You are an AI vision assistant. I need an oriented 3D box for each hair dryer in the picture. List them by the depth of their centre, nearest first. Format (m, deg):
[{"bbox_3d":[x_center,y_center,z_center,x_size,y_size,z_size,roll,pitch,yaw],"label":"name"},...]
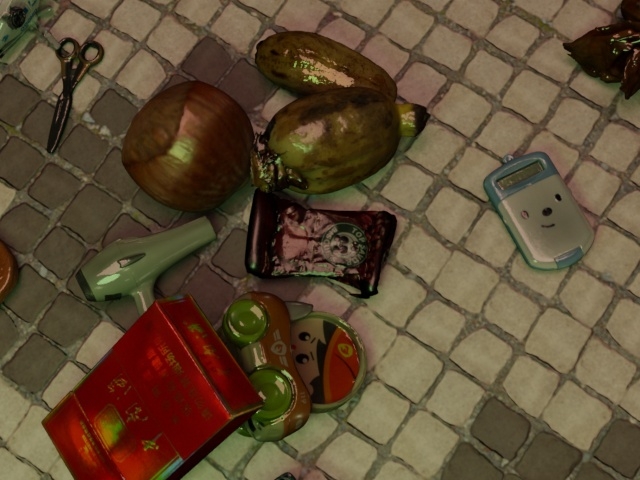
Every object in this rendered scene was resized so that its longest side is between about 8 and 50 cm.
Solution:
[{"bbox_3d":[-0.226,0.079,1.483,0.267,0.092,0.229,45,75,1],"label":"hair dryer"}]

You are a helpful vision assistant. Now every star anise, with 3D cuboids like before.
[{"bbox_3d":[0.526,-0.269,1.493,0.237,0.148,0.347,-13,74,23],"label":"star anise"}]

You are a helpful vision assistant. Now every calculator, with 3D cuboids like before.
[{"bbox_3d":[0.348,-0.050,1.486,0.121,0.039,0.210,-24,72,-5],"label":"calculator"}]

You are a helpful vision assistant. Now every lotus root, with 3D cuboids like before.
[{"bbox_3d":[0.024,-0.162,1.476,0.314,0.169,0.141,-17,59,-10],"label":"lotus root"},{"bbox_3d":[0.009,-0.286,1.554,0.258,0.097,0.110,19,73,6],"label":"lotus root"}]

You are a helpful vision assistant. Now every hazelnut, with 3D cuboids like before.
[{"bbox_3d":[-0.205,-0.149,1.491,0.214,0.176,0.215,-1,110,-3],"label":"hazelnut"}]

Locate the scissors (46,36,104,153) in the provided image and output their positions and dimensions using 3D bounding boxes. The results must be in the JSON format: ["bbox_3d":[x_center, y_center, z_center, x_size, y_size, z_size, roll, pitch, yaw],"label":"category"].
[{"bbox_3d":[-0.442,-0.253,1.615,0.088,0.017,0.220,10,75,6],"label":"scissors"}]

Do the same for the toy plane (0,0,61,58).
[{"bbox_3d":[-0.565,-0.361,1.612,0.273,0.107,0.182,-45,70,-5],"label":"toy plane"}]

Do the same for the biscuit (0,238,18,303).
[{"bbox_3d":[-0.599,0.062,1.520,0.186,0.036,0.192,36,79,16],"label":"biscuit"}]

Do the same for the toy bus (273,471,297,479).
[{"bbox_3d":[-0.016,0.462,1.291,0.133,0.165,0.271,-38,74,-7],"label":"toy bus"}]

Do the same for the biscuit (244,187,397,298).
[{"bbox_3d":[-0.002,0.006,1.480,0.235,0.063,0.151,9,75,4],"label":"biscuit"}]

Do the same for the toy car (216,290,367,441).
[{"bbox_3d":[-0.040,0.180,1.409,0.235,0.145,0.235,6,66,-14],"label":"toy car"}]

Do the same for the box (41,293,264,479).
[{"bbox_3d":[-0.249,0.250,1.331,0.313,0.089,0.197,-45,73,27],"label":"box"}]
